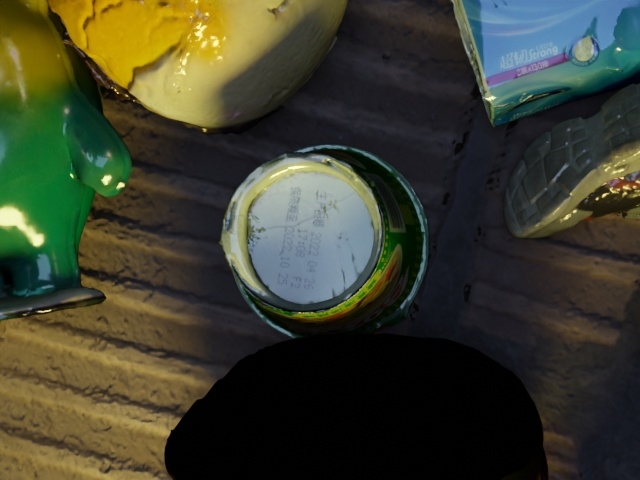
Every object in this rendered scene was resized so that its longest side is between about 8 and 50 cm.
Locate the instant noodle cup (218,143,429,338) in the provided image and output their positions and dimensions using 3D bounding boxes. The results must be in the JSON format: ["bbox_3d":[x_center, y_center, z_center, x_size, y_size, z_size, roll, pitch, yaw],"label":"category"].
[{"bbox_3d":[0.000,0.000,1.628,0.207,0.233,0.207,0,87,5],"label":"instant noodle cup"}]

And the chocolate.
[{"bbox_3d":[0.041,0.234,1.616,0.340,0.210,0.225,-3,44,6],"label":"chocolate"}]

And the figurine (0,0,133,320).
[{"bbox_3d":[-0.325,-0.091,1.666,0.324,0.231,0.340,-11,89,26],"label":"figurine"}]

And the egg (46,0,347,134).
[{"bbox_3d":[-0.093,-0.280,1.613,0.337,0.201,0.337,10,70,-30],"label":"egg"}]

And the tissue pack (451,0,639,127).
[{"bbox_3d":[0.259,-0.244,1.662,0.264,0.146,0.198,-17,84,4],"label":"tissue pack"}]

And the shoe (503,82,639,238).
[{"bbox_3d":[0.288,-0.064,1.685,0.228,0.125,0.099,-33,46,26],"label":"shoe"}]
